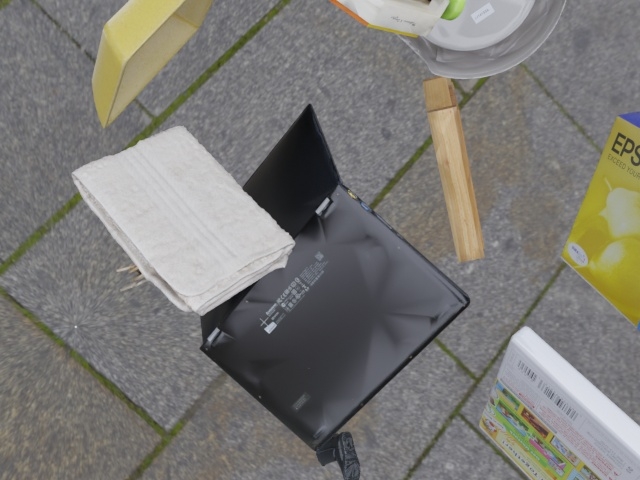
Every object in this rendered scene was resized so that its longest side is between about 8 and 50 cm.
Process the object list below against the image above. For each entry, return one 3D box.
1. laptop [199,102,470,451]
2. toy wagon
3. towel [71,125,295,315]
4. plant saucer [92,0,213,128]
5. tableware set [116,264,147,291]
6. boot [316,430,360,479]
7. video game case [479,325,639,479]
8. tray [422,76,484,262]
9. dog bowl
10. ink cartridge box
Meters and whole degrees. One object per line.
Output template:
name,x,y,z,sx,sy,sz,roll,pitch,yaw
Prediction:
laptop,-0.014,0.055,1.226,0.408,0.236,0.382,42,114,2
toy wagon,0.070,-0.455,1.135,0.267,0.068,0.344,1,51,-35
towel,-0.186,-0.035,0.991,0.187,0.049,0.282,-31,66,-31
plant saucer,-0.317,-0.401,1.366,0.081,0.333,0.333,40,66,-10
tableware set,-0.278,0.027,1.221,0.128,0.194,0.039,-40,101,-30
boot,0.034,0.475,1.572,0.045,0.099,0.121,4,68,-42
video game case,0.250,0.210,0.675,0.026,0.206,0.227,-34,59,-21
tray,0.328,-0.173,1.766,0.076,0.203,0.411,-12,121,12
dog bowl,0.268,-0.477,1.313,0.349,0.349,0.102,37,30,-11
ink cartridge box,0.440,-0.037,0.876,0.072,0.303,0.307,3,116,-15
